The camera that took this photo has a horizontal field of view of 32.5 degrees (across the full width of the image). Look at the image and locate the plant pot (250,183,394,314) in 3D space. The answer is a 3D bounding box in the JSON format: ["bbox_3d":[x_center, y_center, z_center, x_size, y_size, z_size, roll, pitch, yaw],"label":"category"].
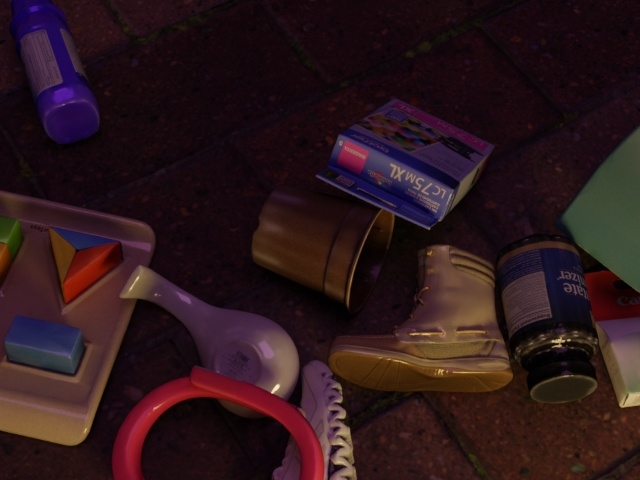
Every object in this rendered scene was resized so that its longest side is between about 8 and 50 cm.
[{"bbox_3d":[0.000,0.000,1.573,0.165,0.167,0.167,20,58,16],"label":"plant pot"}]

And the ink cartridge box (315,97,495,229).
[{"bbox_3d":[0.133,-0.120,1.621,0.185,0.065,0.311,27,29,12],"label":"ink cartridge box"}]

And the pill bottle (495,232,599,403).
[{"bbox_3d":[0.322,0.111,1.546,0.122,0.123,0.219,-1,58,-6],"label":"pill bottle"}]

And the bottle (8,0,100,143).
[{"bbox_3d":[-0.428,-0.289,1.733,0.092,0.118,0.283,-20,62,-9],"label":"bottle"}]

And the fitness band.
[{"bbox_3d":[-0.130,0.280,1.390,0.290,0.054,0.209,17,75,26],"label":"fitness band"}]

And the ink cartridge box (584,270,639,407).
[{"bbox_3d":[0.491,0.124,1.594,0.181,0.056,0.225,-5,60,-9],"label":"ink cartridge box"}]

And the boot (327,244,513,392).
[{"bbox_3d":[0.134,0.104,1.545,0.261,0.095,0.203,4,59,-10],"label":"boot"}]

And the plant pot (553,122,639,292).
[{"bbox_3d":[0.491,-0.078,1.580,0.165,0.234,0.165,42,32,23],"label":"plant pot"}]

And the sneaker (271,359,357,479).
[{"bbox_3d":[-0.011,0.290,1.421,0.118,0.110,0.292,-9,57,2],"label":"sneaker"}]

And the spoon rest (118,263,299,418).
[{"bbox_3d":[-0.147,0.131,1.510,0.276,0.084,0.137,37,98,15],"label":"spoon rest"}]

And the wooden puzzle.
[{"bbox_3d":[-0.427,0.083,1.523,0.322,0.080,0.348,12,58,3],"label":"wooden puzzle"}]
